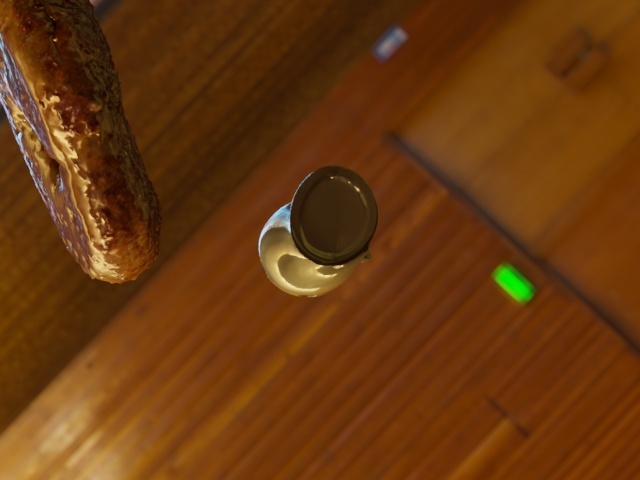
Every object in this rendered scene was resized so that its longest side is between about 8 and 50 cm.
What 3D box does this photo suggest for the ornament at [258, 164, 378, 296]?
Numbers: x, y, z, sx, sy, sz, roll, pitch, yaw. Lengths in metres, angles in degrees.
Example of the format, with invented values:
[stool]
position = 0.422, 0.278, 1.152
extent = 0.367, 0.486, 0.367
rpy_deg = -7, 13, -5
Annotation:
[ornament]
position = 0.000, 0.000, 1.387
extent = 0.081, 0.075, 0.156
rpy_deg = 12, 165, -5

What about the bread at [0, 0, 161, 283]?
[bread]
position = -0.130, -0.067, 1.031
extent = 0.193, 0.064, 0.193
rpy_deg = 158, 90, -80
